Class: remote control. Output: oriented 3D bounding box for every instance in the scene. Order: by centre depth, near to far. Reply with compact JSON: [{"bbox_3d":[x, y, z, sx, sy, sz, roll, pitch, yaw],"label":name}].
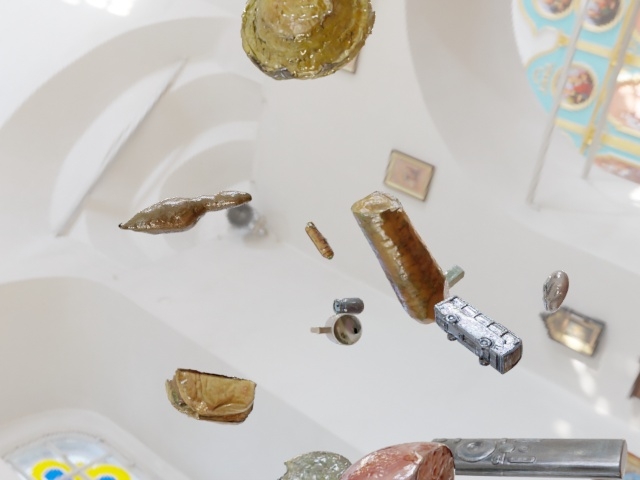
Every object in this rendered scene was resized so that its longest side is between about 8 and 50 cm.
[{"bbox_3d":[0.380,0.412,1.507,0.107,0.378,0.044,-33,-68,-58],"label":"remote control"}]

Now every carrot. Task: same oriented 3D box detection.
[{"bbox_3d":[0.174,0.037,1.624,0.114,0.114,0.301,-43,-65,-29],"label":"carrot"}]

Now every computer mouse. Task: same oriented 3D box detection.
[{"bbox_3d":[0.465,0.101,1.585,0.096,0.040,0.066,105,179,-45],"label":"computer mouse"}]

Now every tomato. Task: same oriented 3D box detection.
[{"bbox_3d":[0.092,0.459,1.315,0.309,0.170,0.308,-30,-54,-51],"label":"tomato"}]

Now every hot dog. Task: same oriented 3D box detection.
[{"bbox_3d":[0.000,0.000,2.000,0.037,0.122,0.049,-36,-22,8],"label":"hot dog"}]

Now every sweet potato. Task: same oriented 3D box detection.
[{"bbox_3d":[-0.270,-0.057,1.600,0.270,0.074,0.074,-14,-44,-5],"label":"sweet potato"}]

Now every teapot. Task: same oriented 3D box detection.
[{"bbox_3d":[0.078,0.191,2.205,0.083,0.049,0.063,-1,-84,-27],"label":"teapot"}]

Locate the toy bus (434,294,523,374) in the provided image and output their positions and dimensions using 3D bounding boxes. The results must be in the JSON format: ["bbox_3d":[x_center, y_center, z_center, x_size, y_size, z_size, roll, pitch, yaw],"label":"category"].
[{"bbox_3d":[0.253,0.149,1.279,0.065,0.166,0.047,-27,-51,-24],"label":"toy bus"}]

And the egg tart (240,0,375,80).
[{"bbox_3d":[-0.043,-0.544,1.910,0.341,0.341,0.132,-60,-16,-3],"label":"egg tart"}]

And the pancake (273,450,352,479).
[{"bbox_3d":[-0.034,0.532,1.684,0.254,0.254,0.037,-29,-67,-43],"label":"pancake"}]

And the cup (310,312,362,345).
[{"bbox_3d":[0.039,0.215,1.855,0.102,0.074,0.099,-27,1,-13],"label":"cup"}]

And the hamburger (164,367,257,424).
[{"bbox_3d":[-0.284,0.428,2.108,0.262,0.130,0.124,15,-43,-30],"label":"hamburger"}]

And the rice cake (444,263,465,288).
[{"bbox_3d":[0.254,0.109,1.759,0.171,0.033,0.029,-34,-39,-21],"label":"rice cake"}]
